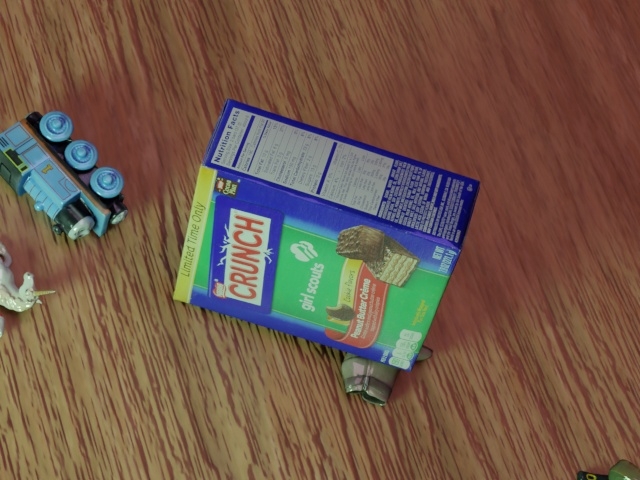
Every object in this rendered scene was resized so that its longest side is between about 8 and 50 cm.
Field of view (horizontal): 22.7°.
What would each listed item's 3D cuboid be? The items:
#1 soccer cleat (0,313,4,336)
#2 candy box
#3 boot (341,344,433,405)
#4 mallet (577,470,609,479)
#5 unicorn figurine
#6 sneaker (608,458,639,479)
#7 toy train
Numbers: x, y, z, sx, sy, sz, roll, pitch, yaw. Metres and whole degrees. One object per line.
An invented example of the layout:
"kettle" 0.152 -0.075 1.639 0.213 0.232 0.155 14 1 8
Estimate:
"soccer cleat" -0.413 0.099 1.874 0.083 0.029 0.035 2 55 -24
"candy box" 0.000 0.000 1.916 0.317 0.268 0.122 18 51 2
"boot" 0.083 0.166 2.013 0.118 0.042 0.087 12 63 -12
"mallet" 0.422 0.326 2.044 0.190 0.039 0.062 3 61 -13
"unicorn figurine" -0.401 0.038 1.904 0.162 0.060 0.111 -9 63 -7
"sneaker" 0.404 0.372 1.977 0.086 0.064 0.192 -33 85 -22
"toy train" -0.325 -0.079 1.988 0.105 0.080 0.184 -39 81 -25
